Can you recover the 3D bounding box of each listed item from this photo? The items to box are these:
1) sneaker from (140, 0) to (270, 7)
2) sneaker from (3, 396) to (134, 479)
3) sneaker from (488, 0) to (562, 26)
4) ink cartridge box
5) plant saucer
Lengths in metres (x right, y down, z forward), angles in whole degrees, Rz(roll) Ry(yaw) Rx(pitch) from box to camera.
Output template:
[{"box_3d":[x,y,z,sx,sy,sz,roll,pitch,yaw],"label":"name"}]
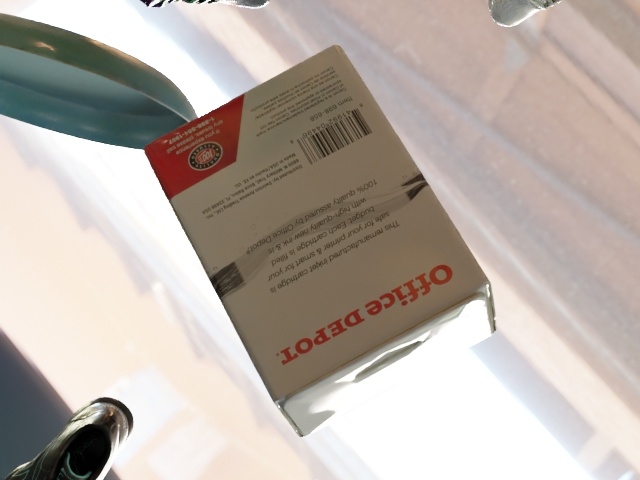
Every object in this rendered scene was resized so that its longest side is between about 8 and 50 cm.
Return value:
[{"box_3d":[-0.165,-0.298,1.554,0.224,0.098,0.083,16,-31,-19],"label":"sneaker"},{"box_3d":[-0.347,0.314,1.697,0.101,0.267,0.106,37,0,-6],"label":"sneaker"},{"box_3d":[0.331,-0.375,1.856,0.090,0.235,0.094,14,45,-40],"label":"sneaker"},{"box_3d":[0.000,0.000,1.128,0.272,0.197,0.114,61,-2,28],"label":"ink cartridge box"},{"box_3d":[-0.264,-0.158,1.300,0.318,0.043,0.317,14,-9,2],"label":"plant saucer"}]
